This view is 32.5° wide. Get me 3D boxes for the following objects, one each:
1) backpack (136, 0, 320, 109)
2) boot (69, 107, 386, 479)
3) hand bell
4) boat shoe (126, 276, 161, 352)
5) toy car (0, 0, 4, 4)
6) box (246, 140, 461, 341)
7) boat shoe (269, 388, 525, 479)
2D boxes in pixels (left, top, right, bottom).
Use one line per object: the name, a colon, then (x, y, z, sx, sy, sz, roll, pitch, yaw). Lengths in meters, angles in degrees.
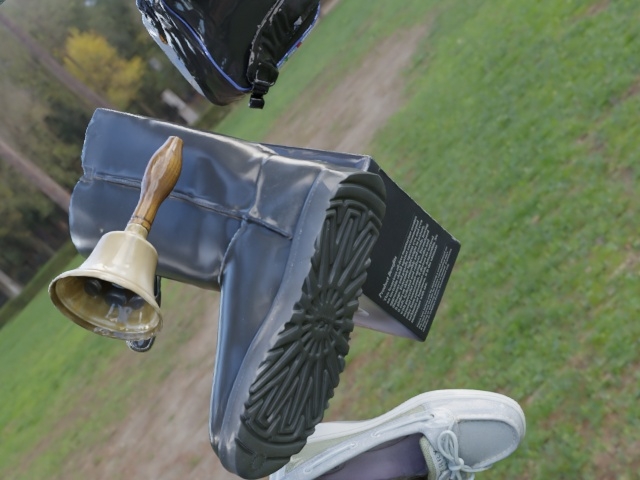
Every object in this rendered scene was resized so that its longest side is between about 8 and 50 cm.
backpack: (-0.139, -0.374, 1.789, 0.263, 0.276, 0.213, -44, 18, -24)
boot: (-0.164, 0.040, 1.328, 0.445, 0.146, 0.367, 18, 83, 38)
hand bell: (-0.199, -0.023, 1.226, 0.126, 0.126, 0.242, -35, 32, 50)
boat shoe: (-0.253, 0.083, 1.552, 0.049, 0.056, 0.152, 151, 120, -82)
toy car: (-0.383, -0.456, 1.382, 0.219, 0.210, 0.238, -35, 27, 25)
box: (0.000, 0.000, 1.655, 0.296, 0.294, 0.183, 10, 71, 39)
boat shoe: (0.093, 0.264, 1.320, 0.320, 0.118, 0.103, -10, 28, 1)
